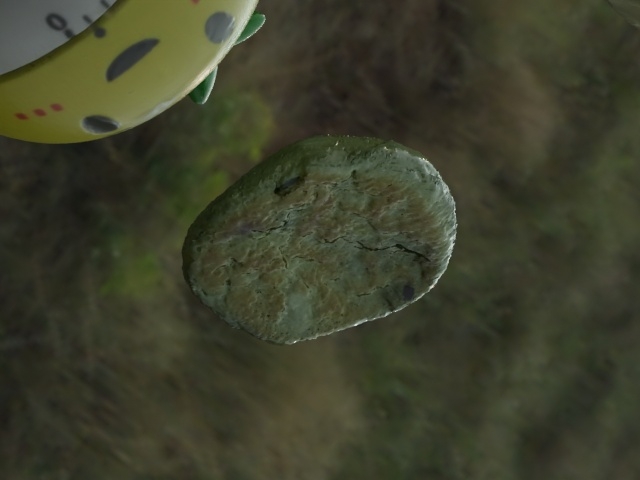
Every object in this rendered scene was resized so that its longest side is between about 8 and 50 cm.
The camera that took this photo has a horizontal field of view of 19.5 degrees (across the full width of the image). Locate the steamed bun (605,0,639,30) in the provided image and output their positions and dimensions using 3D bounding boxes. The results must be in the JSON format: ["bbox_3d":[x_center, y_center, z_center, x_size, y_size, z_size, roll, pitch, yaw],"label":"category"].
[{"bbox_3d":[0.161,-0.186,0.475,0.339,0.352,0.247,162,-54,-71],"label":"steamed bun"}]

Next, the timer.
[{"bbox_3d":[-0.134,-0.168,1.139,0.285,0.285,0.285,-46,157,-26],"label":"timer"}]

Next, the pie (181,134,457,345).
[{"bbox_3d":[0.000,0.000,1.240,0.186,0.041,0.187,-10,139,-9],"label":"pie"}]
